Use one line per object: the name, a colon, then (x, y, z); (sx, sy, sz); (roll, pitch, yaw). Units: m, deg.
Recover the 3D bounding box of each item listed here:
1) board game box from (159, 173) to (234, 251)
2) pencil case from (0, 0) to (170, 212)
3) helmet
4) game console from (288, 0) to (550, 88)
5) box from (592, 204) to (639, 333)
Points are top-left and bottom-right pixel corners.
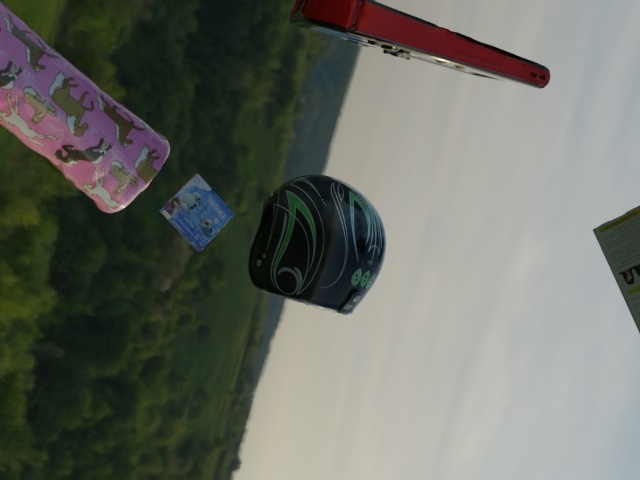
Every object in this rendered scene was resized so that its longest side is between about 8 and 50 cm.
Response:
board game box: (-0.195, -0.045, 1.442); (0.020, 0.090, 0.090); (-25, -159, 51)
pencil case: (-0.405, -0.203, 1.324); (0.167, 0.386, 0.160); (-28, -142, 30)
helmet: (0.000, 0.000, 1.130); (0.169, 0.169, 0.162); (145, -39, -87)
game console: (0.127, -0.294, 1.351); (0.386, 0.342, 0.060); (-111, -139, -75)
box: (0.563, 0.066, 1.551); (0.100, 0.060, 0.244); (-30, -124, 24)
